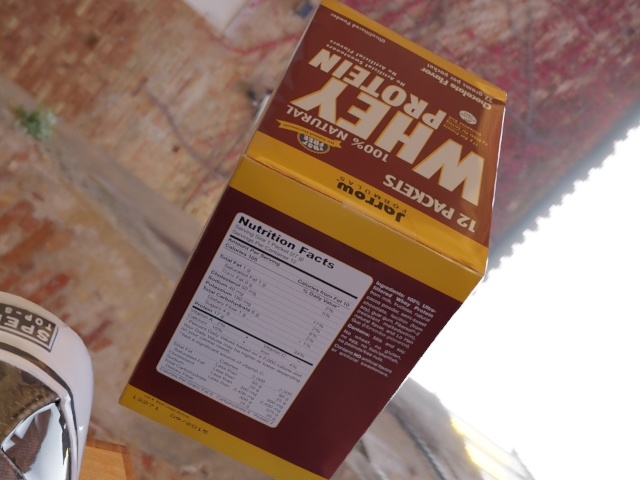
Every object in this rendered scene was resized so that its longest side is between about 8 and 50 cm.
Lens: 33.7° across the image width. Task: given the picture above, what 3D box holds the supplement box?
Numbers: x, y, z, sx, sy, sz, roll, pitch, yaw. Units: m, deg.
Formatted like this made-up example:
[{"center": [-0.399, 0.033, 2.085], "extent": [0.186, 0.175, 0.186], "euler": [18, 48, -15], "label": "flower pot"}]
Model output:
[{"center": [0.000, 0.000, 0.617], "extent": [0.194, 0.129, 0.191], "euler": [-58, -172, 37], "label": "supplement box"}]

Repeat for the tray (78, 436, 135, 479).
[{"center": [-0.379, 0.271, 0.905], "extent": [0.411, 0.203, 0.076], "euler": [-29, -121, 20], "label": "tray"}]

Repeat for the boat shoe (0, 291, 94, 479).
[{"center": [-0.140, 0.162, 0.434], "extent": [0.105, 0.113, 0.306], "euler": [-90, -165, -49], "label": "boat shoe"}]
